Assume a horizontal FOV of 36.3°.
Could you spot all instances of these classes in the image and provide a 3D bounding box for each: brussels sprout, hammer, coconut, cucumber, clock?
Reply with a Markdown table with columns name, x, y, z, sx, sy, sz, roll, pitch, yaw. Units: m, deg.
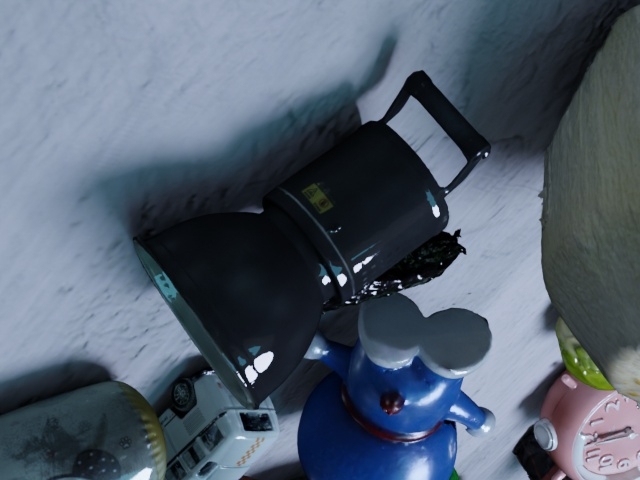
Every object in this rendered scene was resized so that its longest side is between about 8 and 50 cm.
| name | x | y | z | sx | sy | sz | roll | pitch | yaw |
| --- | --- | --- | --- | --- | --- | --- | --- | --- | --- |
| brussels sprout | 0.362 | 0.117 | 1.221 | 0.155 | 0.117 | 0.155 | -7 | 118 | -14 |
| hammer | -0.242 | 0.235 | 0.841 | 0.202 | 0.113 | 0.305 | -15 | 153 | -24 |
| coconut | 0.355 | -0.044 | 0.775 | 0.347 | 0.360 | 0.346 | 9 | 157 | 4 |
| cucumber | 0.058 | 0.025 | 0.866 | 0.182 | 0.053 | 0.053 | -13 | 143 | -33 |
| clock | 0.424 | 0.253 | 1.447 | 0.241 | 0.142 | 0.227 | -13 | 120 | -17 |

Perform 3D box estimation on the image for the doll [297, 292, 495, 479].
| name | x | y | z | sx | sy | sz | roll | pitch | yaw |
| --- | --- | --- | --- | --- | --- | --- | --- | --- | --- |
| doll | 0.066 | 0.156 | 0.957 | 0.161 | 0.215 | 0.256 | -66 | 178 | -51 |

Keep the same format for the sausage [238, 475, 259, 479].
| name | x | y | z | sx | sy | sz | roll | pitch | yaw |
| --- | --- | --- | --- | --- | --- | --- | --- | --- | --- |
| sausage | -0.132 | 0.340 | 1.009 | 0.280 | 0.152 | 0.152 | -38 | 152 | 30 |

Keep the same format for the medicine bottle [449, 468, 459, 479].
| name | x | y | z | sx | sy | sz | roll | pitch | yaw |
| --- | --- | --- | --- | --- | --- | --- | --- | --- | --- |
| medicine bottle | 0.198 | 0.413 | 1.517 | 0.111 | 0.076 | 0.309 | -36 | 151 | -10 |

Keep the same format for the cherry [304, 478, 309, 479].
| name | x | y | z | sx | sy | sz | roll | pitch | yaw |
| --- | --- | --- | --- | --- | --- | --- | --- | --- | --- |
| cherry | 0.018 | 0.435 | 1.192 | 0.327 | 0.291 | 0.335 | -11 | 152 | -20 |

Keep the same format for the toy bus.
| name | x | y | z | sx | sy | sz | roll | pitch | yaw |
| --- | --- | --- | --- | --- | --- | --- | --- | --- | --- |
| toy bus | -0.123 | 0.202 | 0.902 | 0.194 | 0.089 | 0.087 | -46 | 147 | 22 |

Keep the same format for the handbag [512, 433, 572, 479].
| name | x | y | z | sx | sy | sz | roll | pitch | yaw |
| --- | --- | --- | --- | --- | --- | --- | --- | --- | --- |
| handbag | 0.428 | 0.389 | 1.575 | 0.169 | 0.215 | 0.155 | -11 | 151 | -28 |

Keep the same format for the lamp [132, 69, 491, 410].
| name | x | y | z | sx | sy | sz | roll | pitch | yaw |
| --- | --- | --- | --- | --- | --- | --- | --- | --- | --- |
| lamp | 0.000 | 0.000 | 0.711 | 0.227 | 0.147 | 0.172 | -35 | 163 | -14 |
